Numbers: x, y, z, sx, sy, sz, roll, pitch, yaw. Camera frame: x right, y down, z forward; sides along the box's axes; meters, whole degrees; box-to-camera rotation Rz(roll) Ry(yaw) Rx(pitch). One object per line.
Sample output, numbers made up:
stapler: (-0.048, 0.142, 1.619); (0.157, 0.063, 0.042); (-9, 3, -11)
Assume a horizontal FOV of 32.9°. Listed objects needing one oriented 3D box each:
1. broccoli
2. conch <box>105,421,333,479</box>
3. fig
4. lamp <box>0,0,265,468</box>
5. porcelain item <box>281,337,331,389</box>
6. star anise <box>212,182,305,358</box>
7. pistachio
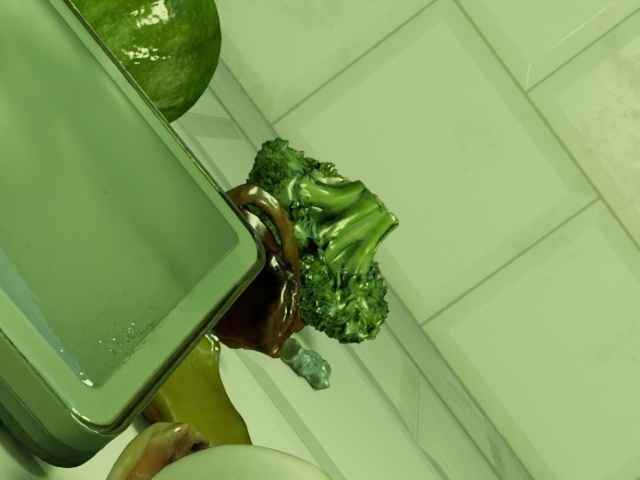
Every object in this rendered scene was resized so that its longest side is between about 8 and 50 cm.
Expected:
broccoli: (-0.002, 0.003, 1.260); (0.226, 0.176, 0.198); (33, 10, 26)
conch: (-0.040, 0.180, 0.493); (0.158, 0.127, 0.255); (25, -29, 23)
fig: (-0.206, -0.159, 0.926); (0.203, 0.203, 0.235); (52, 46, -14)
lamp: (-0.159, -0.039, 0.615); (0.269, 0.047, 0.266); (52, 27, -6)
porcelain item: (-0.013, 0.132, 1.146); (0.083, 0.028, 0.036); (48, 25, -44)
star anise: (-0.093, 0.003, 0.853); (0.190, 0.125, 0.220); (30, 2, 6)
pistachio: (-0.103, 0.083, 0.712); (0.173, 0.049, 0.089); (57, 30, 12)
